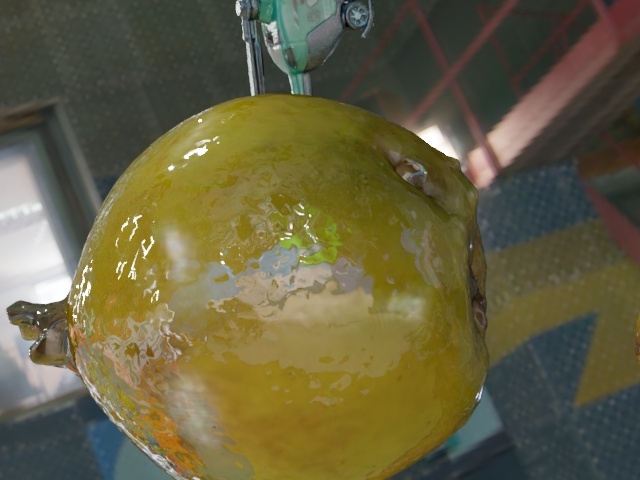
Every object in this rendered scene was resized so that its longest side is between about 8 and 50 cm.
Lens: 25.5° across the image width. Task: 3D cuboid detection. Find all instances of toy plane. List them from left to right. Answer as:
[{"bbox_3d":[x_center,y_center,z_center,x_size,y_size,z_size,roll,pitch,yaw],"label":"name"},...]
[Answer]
[{"bbox_3d":[-0.015,-0.147,1.005,0.096,0.235,0.060,-6,6,-26],"label":"toy plane"}]

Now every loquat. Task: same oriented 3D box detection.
[{"bbox_3d":[-0.037,0.034,0.715,0.246,0.213,0.213,-7,-13,7],"label":"loquat"}]

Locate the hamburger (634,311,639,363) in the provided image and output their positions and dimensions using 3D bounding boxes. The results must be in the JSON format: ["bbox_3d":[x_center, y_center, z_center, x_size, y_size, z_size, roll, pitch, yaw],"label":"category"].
[{"bbox_3d":[0.214,0.027,0.539,0.191,0.118,0.182,28,-15,-32],"label":"hamburger"}]
